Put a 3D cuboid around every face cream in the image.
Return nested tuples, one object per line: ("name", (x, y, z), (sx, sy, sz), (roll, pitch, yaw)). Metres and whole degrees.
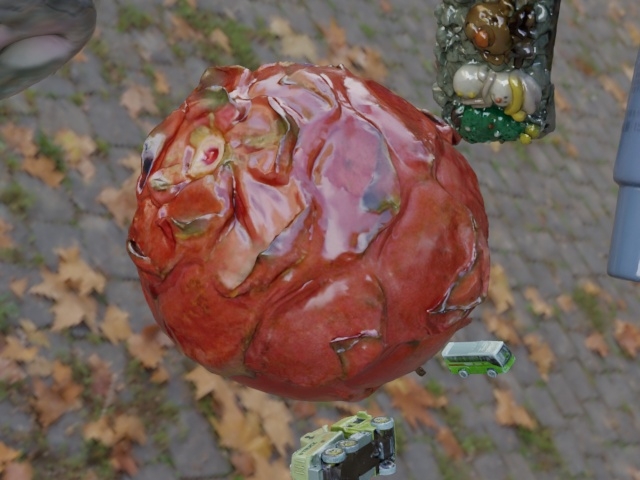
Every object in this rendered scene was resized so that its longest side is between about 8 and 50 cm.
("face cream", (0.339, -0.149, 1.259), (0.086, 0.385, 0.135), (9, 2, -16))

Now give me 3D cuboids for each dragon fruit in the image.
("dragon fruit", (-0.008, -0.006, 0.901), (0.252, 0.241, 0.241), (-10, 66, -43))

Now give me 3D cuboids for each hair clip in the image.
("hair clip", (0.176, -0.201, 1.319), (0.321, 0.138, 0.091), (85, 15, -46))

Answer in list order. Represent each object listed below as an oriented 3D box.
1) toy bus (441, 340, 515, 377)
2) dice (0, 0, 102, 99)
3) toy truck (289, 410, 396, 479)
("toy bus", (0.184, 0.137, 1.538), (0.031, 0.083, 0.037), (-47, 117, -37))
("dice", (-0.425, -0.310, 1.285), (0.328, 0.330, 0.348), (-1, 66, -60))
("toy truck", (0.023, 0.314, 1.909), (0.191, 0.116, 0.085), (-24, 114, -52))
